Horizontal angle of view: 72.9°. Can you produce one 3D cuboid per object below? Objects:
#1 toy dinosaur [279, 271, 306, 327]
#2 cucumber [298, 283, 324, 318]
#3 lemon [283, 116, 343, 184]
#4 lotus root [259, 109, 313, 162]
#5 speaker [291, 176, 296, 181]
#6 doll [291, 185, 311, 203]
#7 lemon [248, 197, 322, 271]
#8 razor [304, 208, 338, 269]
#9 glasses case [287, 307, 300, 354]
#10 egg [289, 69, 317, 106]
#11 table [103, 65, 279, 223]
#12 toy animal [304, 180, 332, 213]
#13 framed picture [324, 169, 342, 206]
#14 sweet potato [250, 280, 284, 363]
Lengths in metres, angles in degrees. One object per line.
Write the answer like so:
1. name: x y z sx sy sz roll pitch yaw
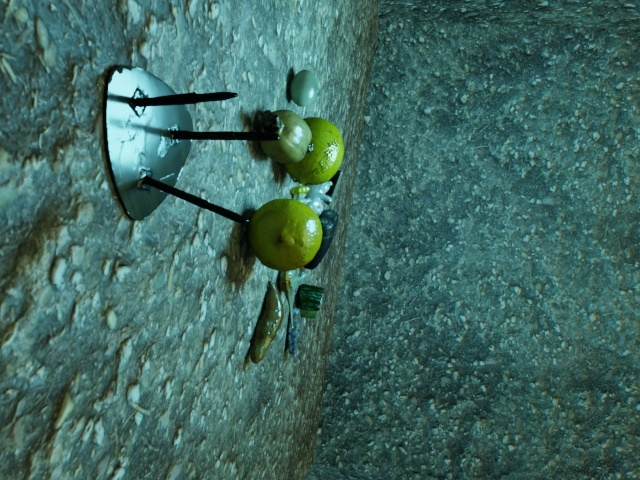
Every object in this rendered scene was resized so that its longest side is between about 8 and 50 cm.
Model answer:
1. toy dinosaur: -0.143 0.217 2.070 0.205 0.092 0.392 10 89 -78
2. cucumber: -0.060 0.336 2.422 0.191 0.130 0.191 13 90 -89
3. lemon: -0.031 -0.376 1.800 0.258 0.258 0.310 70 30 -66
4. lotus root: -0.135 -0.373 1.530 0.310 0.183 0.182 11 87 -75
5. speaker: -0.097 -0.312 1.968 0.094 0.075 0.060 -60 176 39
6. doll: -0.102 -0.198 2.034 0.135 0.071 0.113 -42 125 -34
7. lemon: -0.128 -0.022 1.570 0.293 0.293 0.293 8 90 -78
8. razor: 0.002 0.000 2.336 0.204 0.114 0.349 -63 174 -49
9. glasses case: -0.140 0.486 2.317 0.087 0.065 0.247 -35 130 -83
10. egg: -0.069 -0.627 1.783 0.114 0.114 0.152 38 58 -76
11. table: -0.245 -0.207 0.924 0.317 0.249 0.317 8 90 -78
12. toy animal: -0.028 -0.185 2.189 0.140 0.138 0.282 121 -15 -51
13. framed picture: 0.046 -0.305 2.369 0.265 0.018 0.192 -129 -124 -67
14. sweet potato: -0.211 0.348 1.818 0.106 0.095 0.354 30 57 -33
